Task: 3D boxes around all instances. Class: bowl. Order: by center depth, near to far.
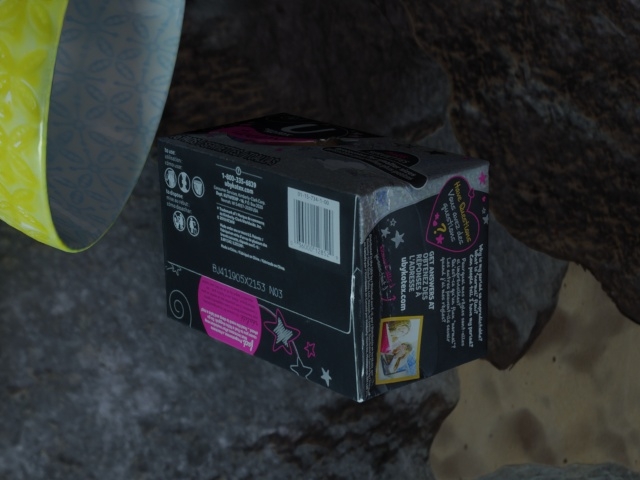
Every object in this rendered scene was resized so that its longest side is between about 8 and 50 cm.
[{"bbox_3d":[-0.211,-0.149,0.953,0.156,0.289,0.289,14,75,6],"label":"bowl"}]

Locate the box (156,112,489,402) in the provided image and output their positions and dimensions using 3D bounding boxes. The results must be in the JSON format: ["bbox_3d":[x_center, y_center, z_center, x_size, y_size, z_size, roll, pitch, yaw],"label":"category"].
[{"bbox_3d":[0.000,0.000,1.050,0.142,0.247,0.163,-15,112,-39],"label":"box"}]
